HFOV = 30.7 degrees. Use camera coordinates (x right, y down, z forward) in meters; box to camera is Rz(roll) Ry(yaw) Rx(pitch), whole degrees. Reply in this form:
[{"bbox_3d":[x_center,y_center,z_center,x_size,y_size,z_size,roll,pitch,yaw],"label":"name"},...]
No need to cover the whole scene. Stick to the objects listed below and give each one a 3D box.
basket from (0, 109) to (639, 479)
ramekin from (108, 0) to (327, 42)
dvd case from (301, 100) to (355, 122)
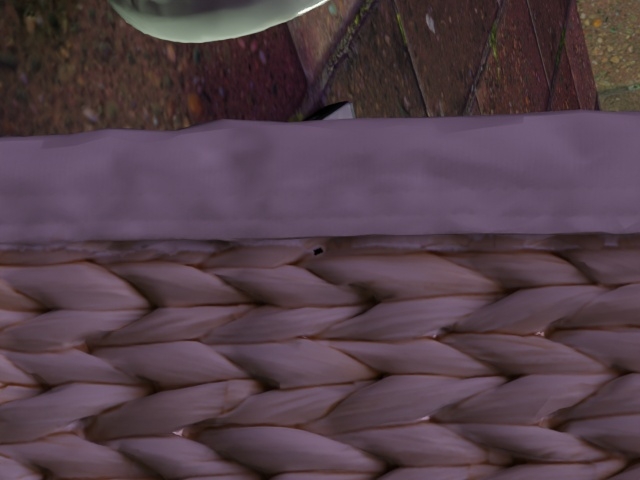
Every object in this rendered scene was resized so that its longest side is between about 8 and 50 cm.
[{"bbox_3d":[0.025,0.118,0.460,0.328,0.331,0.266,62,26,-76],"label":"basket"},{"bbox_3d":[-0.045,-0.251,0.598,0.135,0.277,0.277,43,42,-45],"label":"ramekin"},{"bbox_3d":[0.000,0.000,0.920,0.239,0.030,0.179,-44,122,-64],"label":"dvd case"}]
